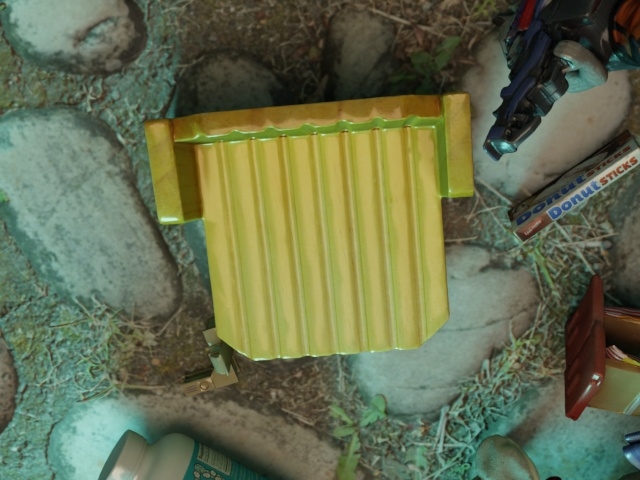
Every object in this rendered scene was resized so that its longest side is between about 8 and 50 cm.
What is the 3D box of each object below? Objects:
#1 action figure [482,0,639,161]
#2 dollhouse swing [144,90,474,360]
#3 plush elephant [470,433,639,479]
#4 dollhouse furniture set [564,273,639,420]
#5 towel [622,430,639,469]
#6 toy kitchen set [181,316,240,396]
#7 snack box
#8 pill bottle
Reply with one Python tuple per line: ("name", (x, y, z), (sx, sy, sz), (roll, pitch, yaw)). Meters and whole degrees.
("action figure", (0.320, -0.188, 1.449), (0.341, 0.330, 0.178), (-59, 136, -15))
("dollhouse swing", (0.000, 0.000, 1.541), (0.347, 0.315, 0.305), (-4, 93, 2))
("plush elephant", (0.278, 0.372, 1.708), (0.255, 0.330, 0.272), (36, 114, 8))
("dollhouse furniture set", (0.438, 0.077, 1.543), (0.201, 0.152, 0.374), (13, 141, -6))
("towel", (0.524, 0.299, 1.641), (0.209, 0.034, 0.285), (-21, 130, 33))
("toy kitchen set", (-0.152, 0.157, 1.717), (0.075, 0.068, 0.083), (-17, 111, 8))
("snack box", (0.308, -0.065, 1.615), (0.178, 0.064, 0.022), (-35, 110, 15))
("pill bottle", (-0.159, 0.348, 1.757), (0.264, 0.146, 0.146), (29, 111, -11))
